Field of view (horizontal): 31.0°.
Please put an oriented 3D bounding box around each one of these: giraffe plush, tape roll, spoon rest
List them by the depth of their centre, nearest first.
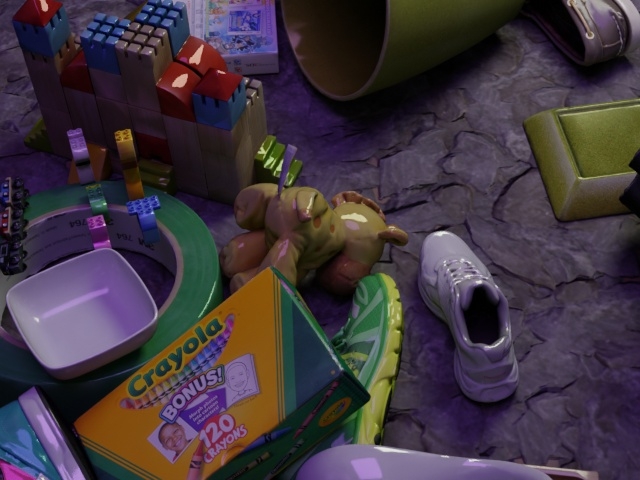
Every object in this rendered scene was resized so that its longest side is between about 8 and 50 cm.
[{"bbox_3d":[0.105,0.259,1.141,0.276,0.137,0.084,-4,24,21],"label":"spoon rest"},{"bbox_3d":[-0.276,0.064,1.371,0.321,0.077,0.321,-2,46,2],"label":"tape roll"},{"bbox_3d":[0.000,0.000,1.387,0.170,0.210,0.181,13,28,-30],"label":"giraffe plush"}]

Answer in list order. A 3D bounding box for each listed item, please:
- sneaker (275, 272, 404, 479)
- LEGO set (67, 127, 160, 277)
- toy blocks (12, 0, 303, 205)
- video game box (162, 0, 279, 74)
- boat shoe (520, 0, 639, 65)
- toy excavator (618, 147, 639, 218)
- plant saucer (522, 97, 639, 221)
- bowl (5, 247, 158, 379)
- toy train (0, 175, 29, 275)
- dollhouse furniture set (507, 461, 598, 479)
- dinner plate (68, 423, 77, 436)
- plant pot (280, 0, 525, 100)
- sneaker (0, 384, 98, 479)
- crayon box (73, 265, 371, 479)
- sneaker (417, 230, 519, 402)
[{"bbox_3d":[0.022,0.150,1.278,0.123,0.109,0.296,12,52,7],"label":"sneaker"},{"bbox_3d":[-0.247,-0.072,1.383,0.087,0.093,0.227,-15,47,-11],"label":"LEGO set"},{"bbox_3d":[-0.222,-0.195,1.477,0.381,0.261,0.191,16,53,15],"label":"toy blocks"},{"bbox_3d":[-0.157,-0.325,1.718,0.187,0.048,0.205,-5,50,1],"label":"video game box"},{"bbox_3d":[0.329,-0.374,1.692,0.096,0.117,0.324,-25,59,-21],"label":"boat shoe"},{"bbox_3d":[0.584,-0.140,1.375,0.222,0.433,0.445,43,87,14],"label":"toy excavator"},{"bbox_3d":[0.381,-0.120,1.522,0.188,0.045,0.188,-8,51,-3],"label":"plant saucer"},{"bbox_3d":[-0.256,0.087,1.260,0.142,0.053,0.142,-25,49,-20],"label":"bowl"},{"bbox_3d":[-0.371,-0.019,1.387,0.036,0.027,0.158,-15,47,4],"label":"toy train"},{"bbox_3d":[0.240,0.276,1.153,0.144,0.123,0.151,5,51,7],"label":"dollhouse furniture set"},{"bbox_3d":[-0.292,0.173,1.331,0.141,0.017,0.141,-1,48,1],"label":"dinner plate"},{"bbox_3d":[0.135,-0.352,1.615,0.293,0.275,0.275,-13,49,-29],"label":"plant pot"},{"bbox_3d":[-0.294,0.309,1.159,0.178,0.124,0.296,-31,66,-9],"label":"sneaker"},{"bbox_3d":[-0.106,0.179,1.212,0.278,0.081,0.165,-39,52,2],"label":"crayon box"},{"bbox_3d":[0.176,0.064,1.336,0.090,0.115,0.232,-14,51,-9],"label":"sneaker"}]
